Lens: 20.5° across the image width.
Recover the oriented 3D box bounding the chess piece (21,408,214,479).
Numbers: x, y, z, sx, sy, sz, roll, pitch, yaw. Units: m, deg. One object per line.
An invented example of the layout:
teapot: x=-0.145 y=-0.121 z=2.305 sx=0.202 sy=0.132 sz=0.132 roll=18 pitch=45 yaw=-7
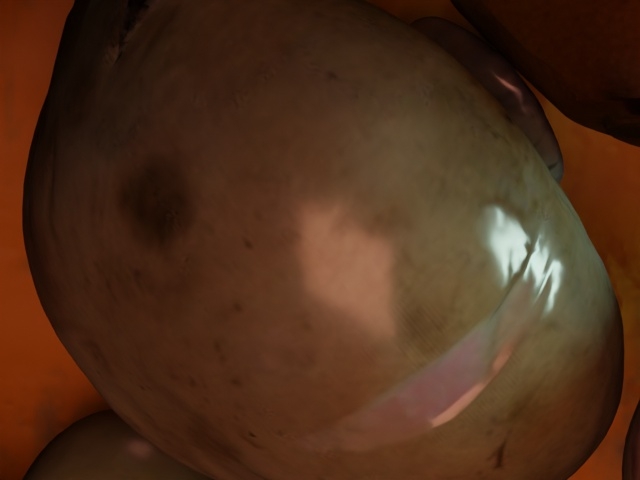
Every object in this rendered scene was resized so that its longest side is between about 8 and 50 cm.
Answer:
chess piece: x=-0.019 y=0.166 z=0.750 sx=0.251 sy=0.144 sz=0.144 roll=30 pitch=112 yaw=0

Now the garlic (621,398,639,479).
garlic: x=0.250 y=0.044 z=0.642 sx=0.245 sy=0.245 sz=0.253 roll=20 pitch=77 yaw=-1

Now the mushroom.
mushroom: x=0.000 y=0.000 z=0.643 sx=0.184 sy=0.255 sz=0.255 roll=-40 pitch=104 yaw=-16

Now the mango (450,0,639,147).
mango: x=0.154 y=-0.105 z=0.616 sx=0.236 sy=0.136 sz=0.166 roll=8 pitch=79 yaw=13
